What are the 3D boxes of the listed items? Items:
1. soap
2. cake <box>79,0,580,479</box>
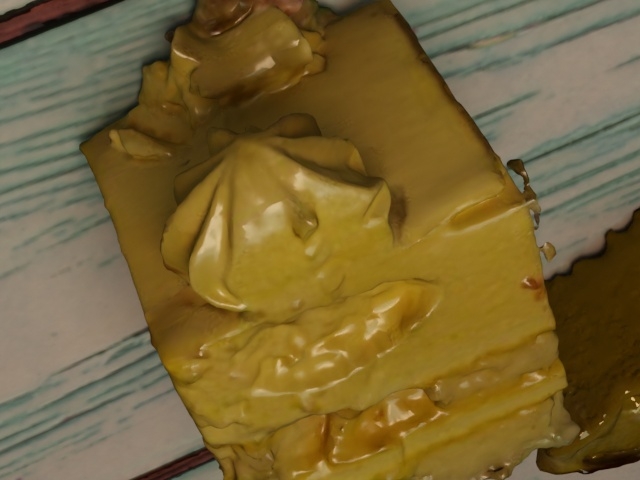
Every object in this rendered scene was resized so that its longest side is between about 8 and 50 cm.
[{"bbox_3d":[0.307,-0.001,1.069,0.339,0.169,0.304,-8,129,-22],"label":"soap"},{"bbox_3d":[0.000,0.000,0.878,0.222,0.227,0.286,-24,133,-6],"label":"cake"}]
